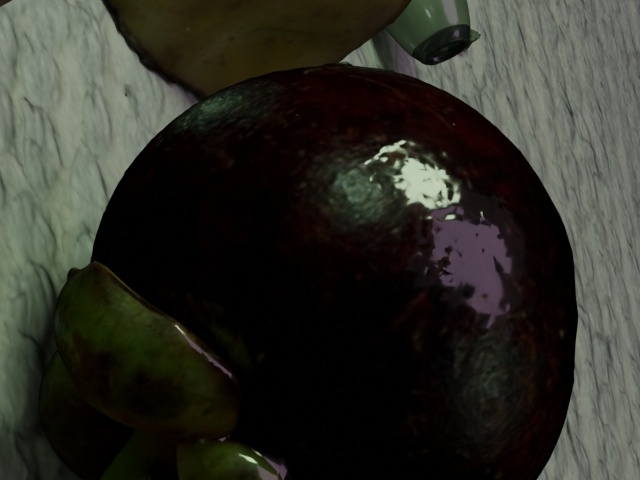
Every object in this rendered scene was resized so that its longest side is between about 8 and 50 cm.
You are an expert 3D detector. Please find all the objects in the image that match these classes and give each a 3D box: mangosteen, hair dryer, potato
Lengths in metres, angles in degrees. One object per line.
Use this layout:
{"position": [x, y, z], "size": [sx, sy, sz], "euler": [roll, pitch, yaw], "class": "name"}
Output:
{"position": [-0.007, 0.052, 1.105], "size": [0.330, 0.330, 0.330], "euler": [45, 34, -42], "class": "mangosteen"}
{"position": [0.078, -0.278, 1.831], "size": [0.229, 0.092, 0.267], "euler": [62, 11, -3], "class": "hair dryer"}
{"position": [-0.004, -0.258, 1.410], "size": [0.301, 0.237, 0.288], "euler": [42, 37, -46], "class": "potato"}

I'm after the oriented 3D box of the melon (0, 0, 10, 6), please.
{"position": [-0.239, -0.208, 0.904], "size": [0.317, 0.223, 0.223], "euler": [10, 62, -62], "class": "melon"}
